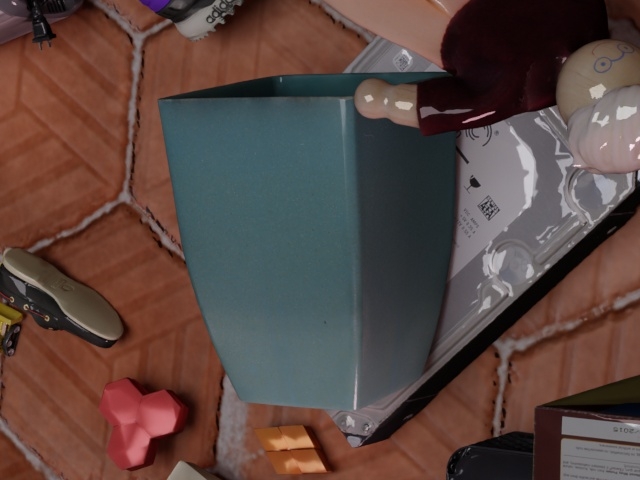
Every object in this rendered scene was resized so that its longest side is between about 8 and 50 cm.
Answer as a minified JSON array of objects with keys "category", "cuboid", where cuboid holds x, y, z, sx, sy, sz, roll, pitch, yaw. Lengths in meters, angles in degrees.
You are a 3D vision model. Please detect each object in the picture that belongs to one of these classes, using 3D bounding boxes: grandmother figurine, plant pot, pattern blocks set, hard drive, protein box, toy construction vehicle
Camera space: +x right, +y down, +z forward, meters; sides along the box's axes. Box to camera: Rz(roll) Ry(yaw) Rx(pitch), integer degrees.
[{"category":"grandmother figurine","cuboid":[0.108,-0.145,1.302,0.342,0.104,0.208,34,72,31]},{"category":"plant pot","cuboid":[0.000,0.000,1.430,0.165,0.166,0.234,2,100,31]},{"category":"pattern blocks set","cuboid":[-0.086,0.279,1.602,0.325,0.026,0.285,18,87,24]},{"category":"hard drive","cuboid":[0.079,-0.030,1.508,0.339,0.064,0.237,-44,71,25]},{"category":"protein box","cuboid":[0.248,0.207,1.338,0.136,0.200,0.201,4,95,31]},{"category":"toy construction vehicle","cuboid":[-0.309,0.048,1.766,0.086,0.035,0.098,26,106,28]}]

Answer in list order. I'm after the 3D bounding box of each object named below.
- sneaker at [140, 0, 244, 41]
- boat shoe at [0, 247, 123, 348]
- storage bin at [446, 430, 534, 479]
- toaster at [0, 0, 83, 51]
[{"category":"sneaker","cuboid":[-0.072,-0.297,1.521,0.146,0.102,0.293,33,117,-21]},{"category":"boat shoe","cuboid":[-0.231,0.058,1.711,0.133,0.049,0.042,32,119,17]},{"category":"storage bin","cuboid":[0.165,0.243,1.459,0.122,0.084,0.180,4,94,31]},{"category":"toaster","cuboid":[-0.305,-0.255,1.694,0.146,0.129,0.227,-20,85,35]}]
